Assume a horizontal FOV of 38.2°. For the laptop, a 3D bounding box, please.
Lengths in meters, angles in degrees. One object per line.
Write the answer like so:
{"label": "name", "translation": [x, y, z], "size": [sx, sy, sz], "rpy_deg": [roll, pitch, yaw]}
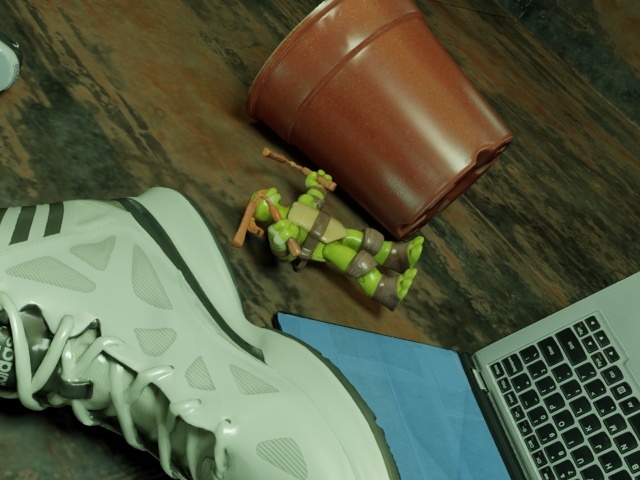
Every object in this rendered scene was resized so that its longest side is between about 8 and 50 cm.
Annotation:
{"label": "laptop", "translation": [0.219, 0.173, 0.867], "size": [0.236, 0.408, 0.382], "rpy_deg": [54, 12, -43]}

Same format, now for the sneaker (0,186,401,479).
{"label": "sneaker", "translation": [-0.146, 0.124, 0.677], "size": [0.258, 0.169, 0.447], "rpy_deg": [-5, 39, -38]}

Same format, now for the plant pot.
{"label": "plant pot", "translation": [0.091, -0.161, 1.206], "size": [0.265, 0.272, 0.272], "rpy_deg": [48, 32, 9]}

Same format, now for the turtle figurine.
{"label": "turtle figurine", "translation": [0.000, 0.000, 1.032], "size": [0.217, 0.087, 0.269], "rpy_deg": [27, 22, -1]}

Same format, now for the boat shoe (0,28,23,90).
{"label": "boat shoe", "translation": [-0.422, -0.241, 0.983], "size": [0.229, 0.080, 0.076], "rpy_deg": [27, 25, -14]}
